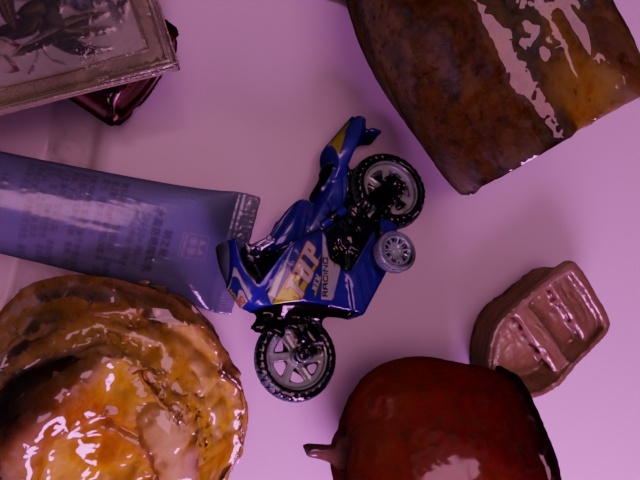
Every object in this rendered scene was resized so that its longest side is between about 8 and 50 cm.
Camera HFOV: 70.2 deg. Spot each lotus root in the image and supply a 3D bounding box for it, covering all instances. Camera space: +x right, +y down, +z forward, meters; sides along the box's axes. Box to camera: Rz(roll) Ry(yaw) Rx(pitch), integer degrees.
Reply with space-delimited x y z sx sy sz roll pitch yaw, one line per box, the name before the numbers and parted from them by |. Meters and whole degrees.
lotus root | 0.160 -0.236 0.478 0.250 0.250 0.346 -29 95 -14

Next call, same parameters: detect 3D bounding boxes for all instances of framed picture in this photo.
framed picture | -0.262 -0.204 0.399 0.231 0.010 0.173 -19 95 -8

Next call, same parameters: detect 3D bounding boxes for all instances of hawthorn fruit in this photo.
hawthorn fruit | 0.105 0.227 0.457 0.249 0.215 0.216 13 84 -14

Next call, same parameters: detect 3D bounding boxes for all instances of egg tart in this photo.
egg tart | -0.208 0.180 0.412 0.296 0.132 0.298 -1 98 -8

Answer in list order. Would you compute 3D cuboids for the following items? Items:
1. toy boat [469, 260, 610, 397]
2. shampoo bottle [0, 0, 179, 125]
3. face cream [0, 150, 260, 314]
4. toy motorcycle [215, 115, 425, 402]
toy boat | 0.262 0.119 0.572 0.188 0.061 0.116 -36 97 -13
shampoo bottle | -0.309 -0.253 0.438 0.322 0.084 0.129 33 82 -9
face cream | -0.258 -0.025 0.440 0.384 0.086 0.136 14 94 -19
toy motorcycle | 0.000 0.000 0.483 0.168 0.113 0.316 35 65 -6
